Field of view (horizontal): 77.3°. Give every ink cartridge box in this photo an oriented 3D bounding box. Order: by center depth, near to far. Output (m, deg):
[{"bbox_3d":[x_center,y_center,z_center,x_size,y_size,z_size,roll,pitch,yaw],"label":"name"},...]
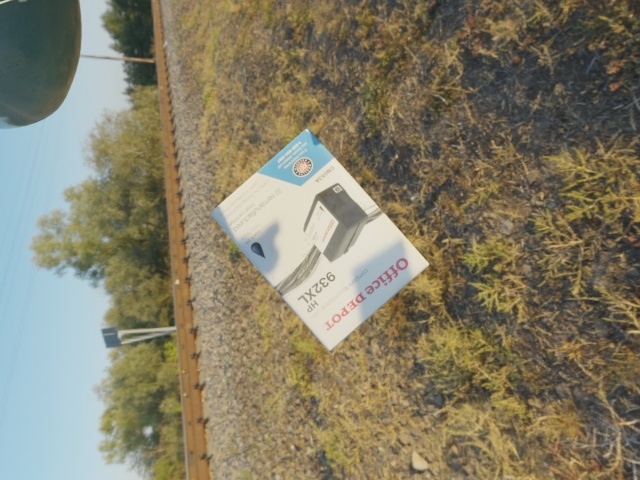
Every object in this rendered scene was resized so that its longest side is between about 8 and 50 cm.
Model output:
[{"bbox_3d":[0.000,0.000,0.713,0.307,0.223,0.129,49,180,3],"label":"ink cartridge box"}]

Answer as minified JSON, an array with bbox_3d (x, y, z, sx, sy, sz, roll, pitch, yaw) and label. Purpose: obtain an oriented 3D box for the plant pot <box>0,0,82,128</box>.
[{"bbox_3d":[-0.463,-0.270,0.543,0.195,0.291,0.290,98,158,-53],"label":"plant pot"}]
